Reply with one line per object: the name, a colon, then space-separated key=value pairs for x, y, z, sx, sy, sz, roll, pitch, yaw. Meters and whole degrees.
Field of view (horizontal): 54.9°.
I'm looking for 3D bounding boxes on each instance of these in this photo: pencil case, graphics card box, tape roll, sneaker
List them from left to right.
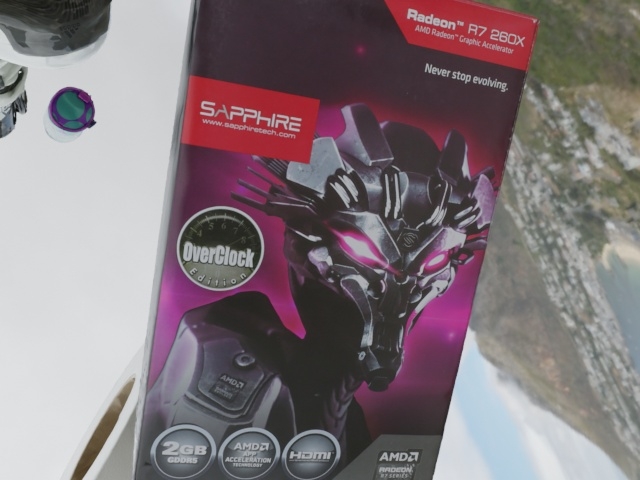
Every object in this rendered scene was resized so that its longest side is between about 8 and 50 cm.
sneaker: x=-0.337 y=-0.211 z=0.668 sx=0.447 sy=0.169 sz=0.258 roll=35 pitch=142 yaw=34
pencil case: x=-0.379 y=-0.186 z=0.929 sx=0.064 sy=0.070 sz=0.151 roll=54 pitch=159 yaw=-19
tape roll: x=-0.320 y=0.319 z=0.984 sx=0.072 sy=0.392 sz=0.392 roll=33 pitch=-156 yaw=-15
graphics card box: x=0.000 y=0.000 z=0.454 sx=0.094 sy=0.232 sz=0.371 roll=-137 pitch=56 yaw=-69
